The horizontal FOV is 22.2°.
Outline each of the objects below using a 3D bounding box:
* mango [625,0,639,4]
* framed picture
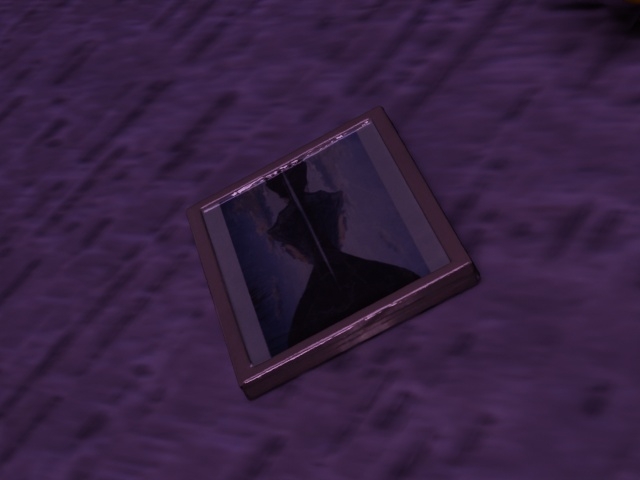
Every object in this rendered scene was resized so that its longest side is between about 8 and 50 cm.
[{"bbox_3d":[0.202,-0.254,1.064,0.195,0.142,0.331,-24,36,17],"label":"mango"},{"bbox_3d":[0.000,0.000,0.990,0.150,0.015,0.203,-27,34,3],"label":"framed picture"}]
